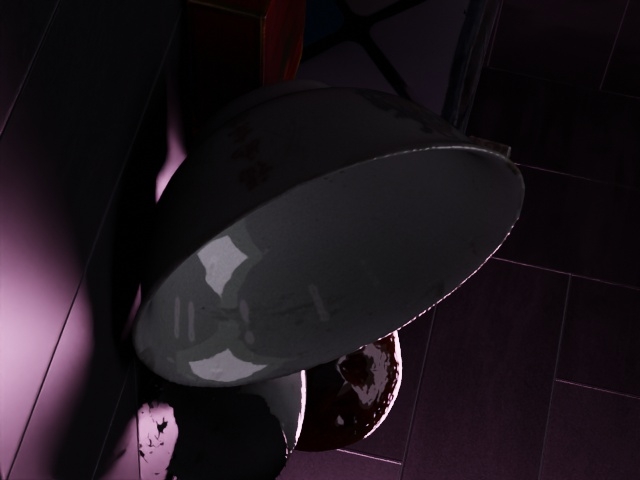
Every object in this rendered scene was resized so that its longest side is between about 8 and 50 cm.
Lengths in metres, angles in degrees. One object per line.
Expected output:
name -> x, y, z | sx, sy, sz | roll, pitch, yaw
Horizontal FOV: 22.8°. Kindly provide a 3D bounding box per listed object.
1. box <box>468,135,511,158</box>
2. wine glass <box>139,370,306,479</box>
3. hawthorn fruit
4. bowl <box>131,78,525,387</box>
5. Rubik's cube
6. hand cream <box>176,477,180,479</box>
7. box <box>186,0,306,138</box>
box -> 0.207, -0.081, 2.050 | 0.045, 0.062, 0.098 | 87, 20, -77
wine glass -> -0.095, 0.139, 1.935 | 0.357, 0.191, 0.190 | -71, 173, -51
hawthorn fruit -> -0.034, 0.157, 2.297 | 0.311, 0.295, 0.295 | 40, -56, 55
bowl -> -0.024, -0.040, 1.669 | 0.435, 0.435, 0.196 | 95, -29, -61
Rubik's cube -> 0.047, -0.196, 2.083 | 0.305, 0.307, 0.310 | 99, 5, -67
hand cream -> -0.192, 0.333, 2.238 | 0.079, 0.050, 0.275 | -41, -146, 52
box -> -0.077, -0.231, 1.721 | 0.313, 0.089, 0.197 | 93, 10, -61
